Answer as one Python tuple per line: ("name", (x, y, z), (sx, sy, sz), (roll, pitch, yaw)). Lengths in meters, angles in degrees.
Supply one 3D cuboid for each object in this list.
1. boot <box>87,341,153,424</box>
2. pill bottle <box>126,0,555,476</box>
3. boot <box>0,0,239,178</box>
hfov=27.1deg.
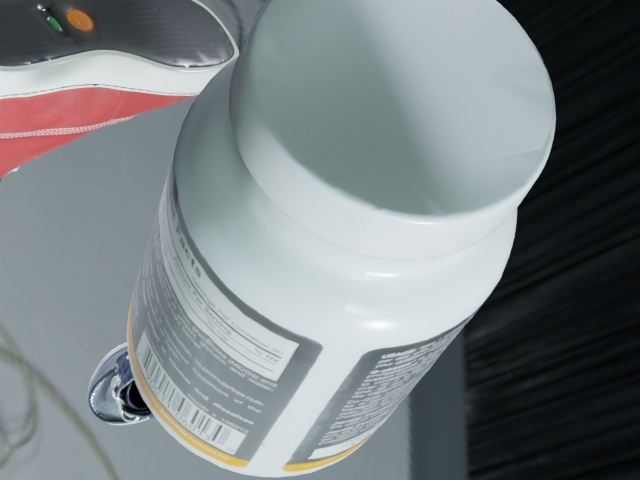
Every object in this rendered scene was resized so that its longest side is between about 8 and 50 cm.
("boot", (-0.150, 0.118, 1.085), (0.069, 0.190, 0.086), (54, 39, -2))
("pill bottle", (0.000, 0.000, 0.646), (0.162, 0.278, 0.162), (7, 60, -13))
("boot", (-0.180, -0.086, 0.888), (0.244, 0.176, 0.088), (-13, 63, -47))
